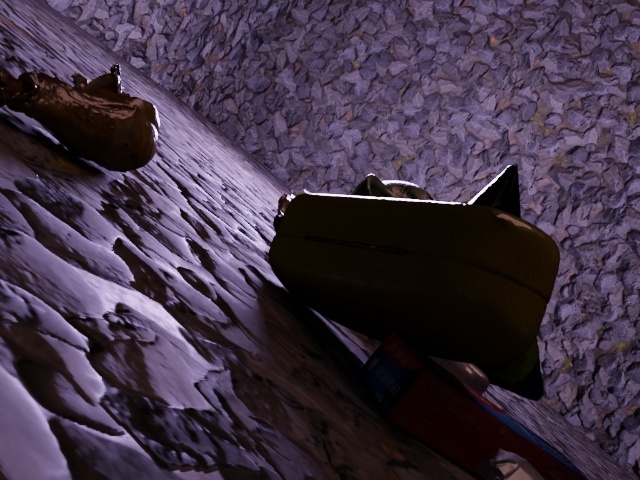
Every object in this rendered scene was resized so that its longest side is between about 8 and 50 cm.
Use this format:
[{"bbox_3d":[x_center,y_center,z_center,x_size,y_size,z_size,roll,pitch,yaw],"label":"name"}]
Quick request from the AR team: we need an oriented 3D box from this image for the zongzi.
[{"bbox_3d":[0.291,0.062,1.383,0.383,0.362,0.319,45,-7,-40],"label":"zongzi"}]

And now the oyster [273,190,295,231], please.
[{"bbox_3d":[-0.002,-0.004,1.332,0.221,0.096,0.361,43,4,-11],"label":"oyster"}]

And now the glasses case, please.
[{"bbox_3d":[0.090,0.043,0.830,0.173,0.141,0.371,26,-10,-35],"label":"glasses case"}]

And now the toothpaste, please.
[{"bbox_3d":[0.175,0.209,0.794,0.320,0.066,0.076,38,4,-30],"label":"toothpaste"}]

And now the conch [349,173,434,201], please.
[{"bbox_3d":[0.131,-0.040,1.382,0.181,0.124,0.187,27,30,-12],"label":"conch"}]

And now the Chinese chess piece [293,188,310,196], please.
[{"bbox_3d":[0.026,-0.015,1.724,0.249,0.103,0.250,38,4,-3],"label":"Chinese chess piece"}]

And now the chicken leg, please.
[{"bbox_3d":[-0.233,-0.128,0.715,0.207,0.085,0.101,18,63,-60],"label":"chicken leg"}]

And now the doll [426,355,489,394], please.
[{"bbox_3d":[0.186,0.187,1.206,0.160,0.059,0.161,41,5,30],"label":"doll"}]

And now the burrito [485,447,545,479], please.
[{"bbox_3d":[0.226,0.265,0.687,0.203,0.064,0.064,37,4,-1],"label":"burrito"}]
